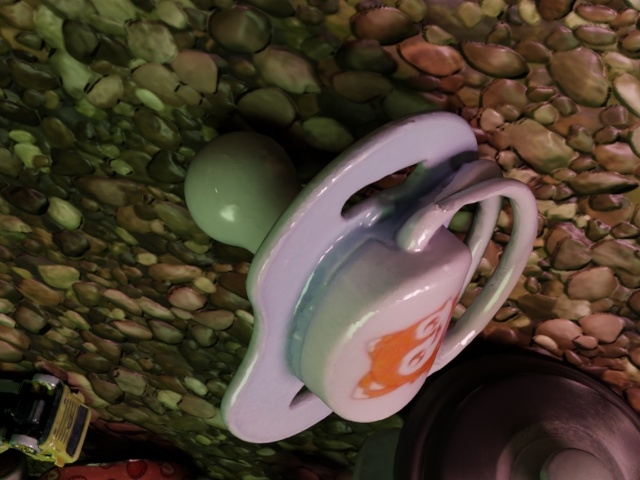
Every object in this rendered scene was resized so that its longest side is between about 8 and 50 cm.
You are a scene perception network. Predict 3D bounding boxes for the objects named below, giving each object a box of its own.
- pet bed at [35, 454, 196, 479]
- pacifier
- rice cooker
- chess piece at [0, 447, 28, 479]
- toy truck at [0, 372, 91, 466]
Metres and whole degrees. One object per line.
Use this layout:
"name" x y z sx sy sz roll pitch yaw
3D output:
"pet bed" -0.238 0.299 1.445 0.201 0.053 0.201 -8 153 -4
"pacifier" 0.000 0.000 0.898 0.233 0.244 0.299 39 137 23
"rice cooker" 0.162 0.252 1.080 0.316 0.264 0.317 13 148 8
"chess piece" -0.457 0.382 1.460 0.194 0.194 0.299 13 105 6
"toy truck" -0.345 0.205 1.380 0.191 0.085 0.116 -1 151 26
